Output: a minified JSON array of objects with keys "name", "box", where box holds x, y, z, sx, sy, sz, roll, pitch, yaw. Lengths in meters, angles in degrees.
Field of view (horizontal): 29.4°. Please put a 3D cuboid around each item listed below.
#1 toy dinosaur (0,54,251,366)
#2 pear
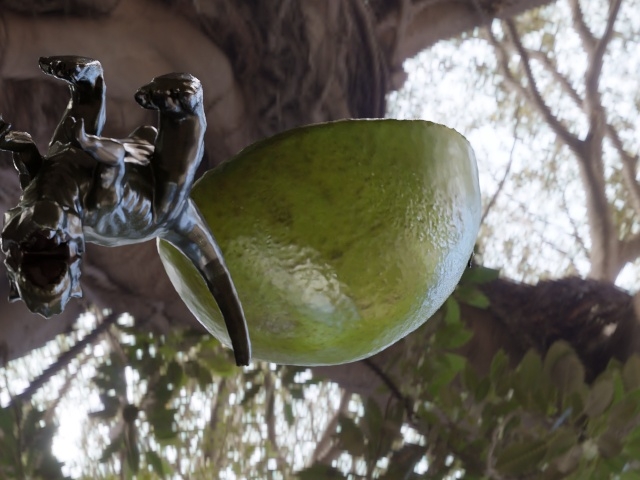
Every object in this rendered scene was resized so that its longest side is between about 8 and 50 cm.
[{"name":"toy dinosaur","box":[-0.106,0.008,0.583,0.087,0.179,0.187,15,-153,22]},{"name":"pear","box":[-0.002,0.005,0.998,0.288,0.239,0.139,-27,-122,12]}]
